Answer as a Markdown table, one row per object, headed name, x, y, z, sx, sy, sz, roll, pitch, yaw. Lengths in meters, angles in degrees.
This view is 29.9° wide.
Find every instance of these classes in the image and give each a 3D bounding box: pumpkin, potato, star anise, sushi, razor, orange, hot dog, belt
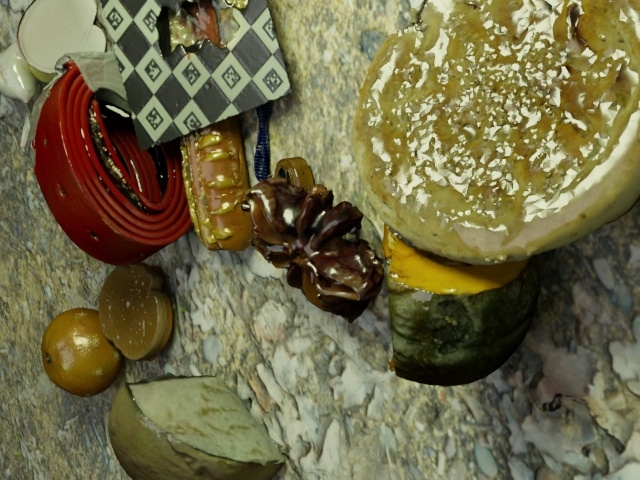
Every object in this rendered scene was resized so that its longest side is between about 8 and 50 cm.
| name | x | y | z | sx | sy | sz | roll | pitch | yaw |
| --- | --- | --- | --- | --- | --- | --- | --- | --- | --- |
| pumpkin | 0.113 | 0.043 | 1.372 | 0.280 | 0.190 | 0.139 | 30 | 137 | 39 |
| potato | -0.216 | 0.351 | 1.815 | 0.211 | 0.189 | 0.264 | 50 | 131 | 29 |
| star anise | 0.000 | 0.000 | 1.548 | 0.220 | 0.126 | 0.190 | 51 | 165 | -1 |
| sushi | -0.173 | -0.290 | 1.691 | 0.290 | 0.050 | 0.264 | -14 | 94 | 34 |
| razor | -0.079 | -0.158 | 1.686 | 0.028 | 0.044 | 0.155 | -121 | 33 | -67 |
| orange | -0.414 | 0.193 | 2.058 | 0.156 | 0.124 | 0.156 | 7 | 100 | 45 |
| hot dog | -0.159 | -0.112 | 1.755 | 0.115 | 0.072 | 0.269 | -12 | 89 | 57 |
| belt | -0.310 | -0.129 | 1.802 | 0.115 | 0.227 | 0.324 | -26 | 83 | 46 |
| belt | -0.038 | -0.073 | 1.648 | 0.059 | 0.036 | 0.083 | -11 | 88 | 50 |

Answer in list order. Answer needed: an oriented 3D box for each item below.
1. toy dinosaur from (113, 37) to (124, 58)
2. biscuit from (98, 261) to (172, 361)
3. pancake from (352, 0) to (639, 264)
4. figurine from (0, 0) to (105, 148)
| name | x | y | z | sx | sy | sz | roll | pitch | yaw |
| --- | --- | --- | --- | --- | --- | --- | --- | --- | --- |
| toy dinosaur | -0.253 | -0.307 | 1.798 | 0.059 | 0.132 | 0.096 | 2 | 143 | 47 |
| biscuit | -0.296 | 0.110 | 1.968 | 0.170 | 0.050 | 0.170 | 1 | 92 | 44 |
| pancake | 0.189 | -0.150 | 1.262 | 0.382 | 0.071 | 0.382 | -13 | 67 | 34 |
| figurine | -0.504 | -0.251 | 2.027 | 0.315 | 0.206 | 0.284 | -29 | 65 | 52 |
